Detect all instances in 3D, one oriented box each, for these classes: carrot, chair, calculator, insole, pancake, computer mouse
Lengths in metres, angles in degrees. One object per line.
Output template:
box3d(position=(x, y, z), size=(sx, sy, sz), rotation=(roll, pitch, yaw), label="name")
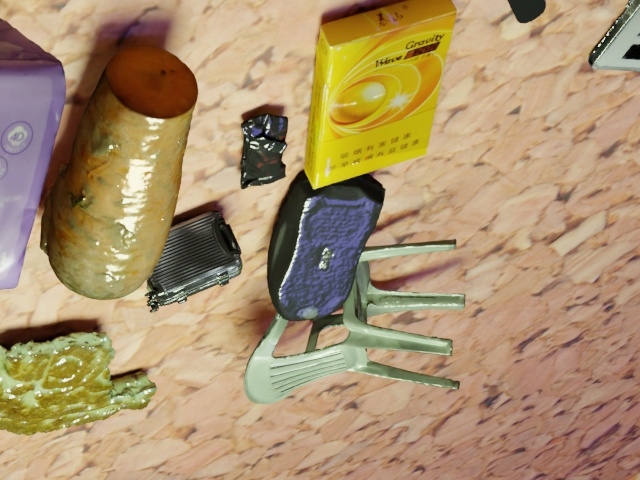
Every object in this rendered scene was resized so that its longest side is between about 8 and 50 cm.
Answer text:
box3d(position=(-0.204, -0.064, 1.767), size=(0.139, 0.138, 0.302), rotation=(-7, 144, -32), label="carrot")
box3d(position=(0.046, 0.117, 2.220), size=(0.275, 0.190, 0.203), rotation=(-1, 152, 11), label="chair")
box3d(position=(0.442, -0.294, 2.041), size=(0.161, 0.021, 0.261), rotation=(-3, 143, -36), label="calculator")
box3d(position=(0.226, -0.286, 1.893), size=(0.053, 0.002, 0.152), rotation=(-30, 151, 5), label="insole")
box3d(position=(-0.337, 0.165, 2.114), size=(0.197, 0.054, 0.376), rotation=(-34, 152, 16), label="pancake")
box3d(position=(0.000, 0.000, 2.082), size=(0.122, 0.073, 0.217), rotation=(4, 124, -26), label="computer mouse")

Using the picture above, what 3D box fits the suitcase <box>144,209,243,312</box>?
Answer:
box3d(position=(-0.157, 0.022, 1.992), size=(0.126, 0.086, 0.059), rotation=(-23, 166, -8), label="suitcase")

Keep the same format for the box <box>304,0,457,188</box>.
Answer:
box3d(position=(0.062, -0.165, 1.909), size=(0.152, 0.043, 0.269), rotation=(-18, 150, -16), label="box")

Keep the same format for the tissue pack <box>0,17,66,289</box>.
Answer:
box3d(position=(-0.419, -0.073, 1.485), size=(0.338, 0.160, 0.242), rotation=(-4, 121, -42), label="tissue pack")

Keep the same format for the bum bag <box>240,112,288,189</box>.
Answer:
box3d(position=(-0.064, -0.101, 1.919), size=(0.058, 0.034, 0.124), rotation=(-9, 147, -13), label="bum bag")
